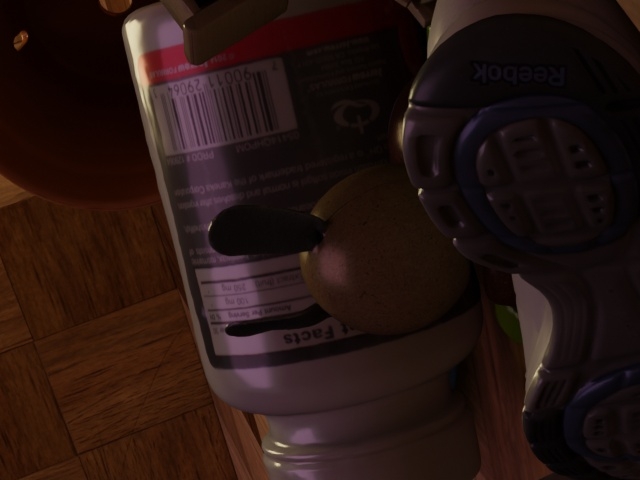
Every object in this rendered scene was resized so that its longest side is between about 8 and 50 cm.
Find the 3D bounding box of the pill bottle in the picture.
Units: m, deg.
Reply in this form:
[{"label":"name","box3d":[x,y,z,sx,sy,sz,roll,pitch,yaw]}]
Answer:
[{"label":"pill bottle","box3d":[0.000,0.000,0.913,0.176,0.176,0.318,-162,58,-77]}]

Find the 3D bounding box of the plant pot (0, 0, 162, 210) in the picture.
[{"label":"plant pot","box3d":[-0.206,-0.203,1.477,0.203,0.291,0.291,-94,-9,-59]}]

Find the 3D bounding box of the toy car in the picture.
[{"label":"toy car","box3d":[0.034,-0.011,0.751,0.155,0.188,0.149,82,164,-50]}]

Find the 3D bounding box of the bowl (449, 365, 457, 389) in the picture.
[{"label":"bowl","box3d":[-0.015,-0.004,1.195,0.391,0.077,0.391,52,153,40]}]

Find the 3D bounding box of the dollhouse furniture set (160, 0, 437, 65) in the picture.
[{"label":"dollhouse furniture set","box3d":[0.013,-0.148,0.638,0.101,0.161,0.182,53,167,14]}]

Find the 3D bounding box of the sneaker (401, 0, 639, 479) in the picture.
[{"label":"sneaker","box3d":[0.118,-0.007,0.601,0.297,0.111,0.129,64,-158,-44]}]

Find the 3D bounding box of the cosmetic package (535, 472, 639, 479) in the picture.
[{"label":"cosmetic package","box3d":[0.159,0.226,0.815,0.238,0.107,0.127,86,158,-48]}]
